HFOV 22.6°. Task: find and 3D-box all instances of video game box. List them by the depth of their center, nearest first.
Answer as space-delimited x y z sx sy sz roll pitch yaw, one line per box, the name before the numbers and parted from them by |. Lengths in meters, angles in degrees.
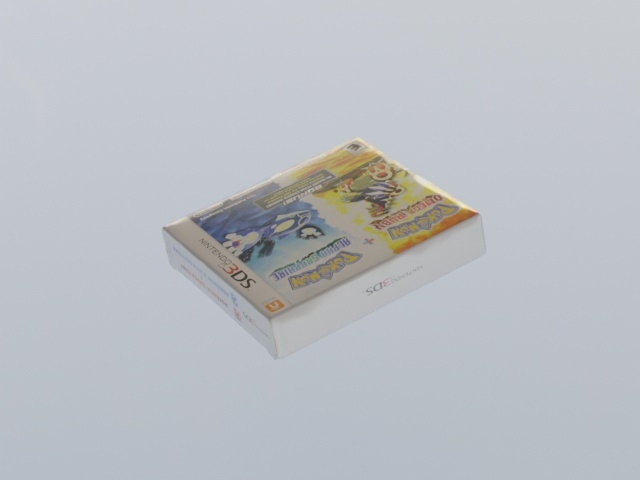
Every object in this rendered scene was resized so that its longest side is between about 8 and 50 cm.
video game box | 0.000 0.000 1.318 0.205 0.048 0.187 -26 -142 -22
